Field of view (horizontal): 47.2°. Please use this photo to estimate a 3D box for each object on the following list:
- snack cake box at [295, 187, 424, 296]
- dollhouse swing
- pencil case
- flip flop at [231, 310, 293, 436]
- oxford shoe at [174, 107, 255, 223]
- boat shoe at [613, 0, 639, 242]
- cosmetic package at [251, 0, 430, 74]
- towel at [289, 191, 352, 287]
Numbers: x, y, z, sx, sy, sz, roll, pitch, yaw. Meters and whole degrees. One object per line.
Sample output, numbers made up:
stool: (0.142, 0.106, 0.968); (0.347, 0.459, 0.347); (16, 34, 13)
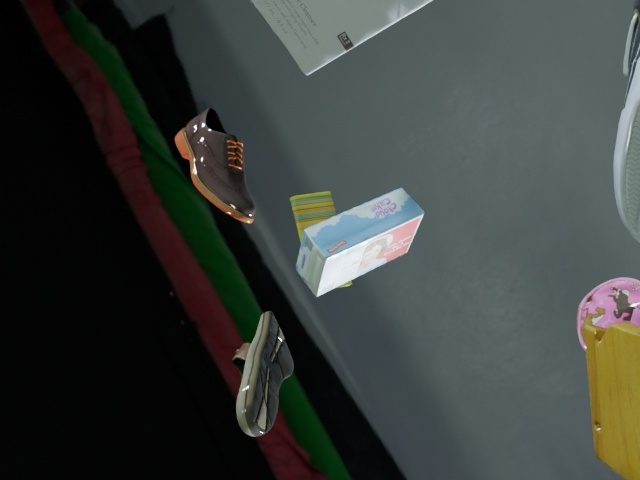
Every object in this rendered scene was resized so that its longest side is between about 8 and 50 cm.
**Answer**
snack cake box: (0.085, 0.002, 1.604); (0.089, 0.264, 0.152); (52, 151, 26)
dollhouse swing: (0.606, 0.260, 1.006); (0.347, 0.305, 0.315); (-150, 50, -74)
pencil case: (0.627, 0.205, 1.299); (0.386, 0.167, 0.160); (29, -133, -24)
flip flop: (-0.103, 0.206, 1.157); (0.277, 0.080, 0.112); (-76, -33, -62)
oxford shoe: (-0.182, -0.143, 1.345); (0.097, 0.098, 0.271); (18, -149, -53)
boat shoe: (0.326, -0.157, 0.630); (0.119, 0.121, 0.335); (-31, -48, -80)
cosmetic package: (0.077, -0.538, 1.508); (0.217, 0.385, 0.156); (51, -146, -20)
towel: (0.000, 0.000, 1.714); (0.021, 0.102, 0.237); (122, 138, -67)
